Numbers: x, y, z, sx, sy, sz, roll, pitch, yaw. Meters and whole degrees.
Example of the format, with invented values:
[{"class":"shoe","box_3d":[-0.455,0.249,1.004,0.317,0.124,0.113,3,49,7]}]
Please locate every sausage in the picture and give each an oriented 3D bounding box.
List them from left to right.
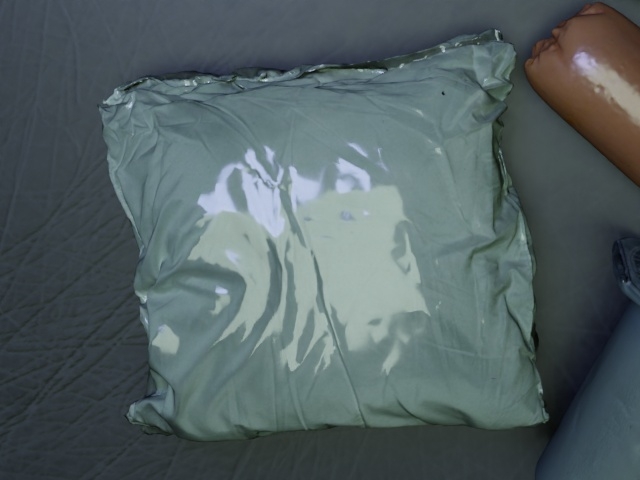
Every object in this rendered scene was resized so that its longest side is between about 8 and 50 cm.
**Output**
[{"class":"sausage","box_3d":[0.270,-0.054,0.988,0.289,0.086,0.086,41,101,-1]}]

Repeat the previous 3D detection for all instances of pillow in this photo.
[{"class":"pillow","box_3d":[0.000,0.000,0.999,0.309,0.138,0.284,-3,92,4]}]

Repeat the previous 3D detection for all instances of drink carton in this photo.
[{"class":"drink carton","box_3d":[0.252,0.123,0.992,0.191,0.185,0.190,25,113,-2]}]
